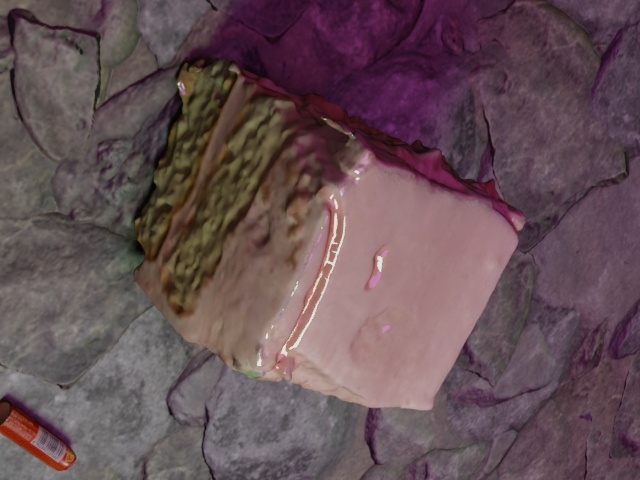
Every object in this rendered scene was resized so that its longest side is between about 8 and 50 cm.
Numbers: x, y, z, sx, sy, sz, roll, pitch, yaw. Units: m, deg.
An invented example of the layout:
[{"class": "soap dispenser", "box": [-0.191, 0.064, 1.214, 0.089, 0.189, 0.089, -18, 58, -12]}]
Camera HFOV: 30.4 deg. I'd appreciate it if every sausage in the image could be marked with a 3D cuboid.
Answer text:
[{"class": "sausage", "box": [-0.314, 0.222, 1.309, 0.034, 0.034, 0.129, -49, 134, -9]}]

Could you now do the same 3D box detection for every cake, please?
[{"class": "cake", "box": [0.000, 0.000, 1.267, 0.314, 0.307, 0.293, 12, 105, -42]}]
